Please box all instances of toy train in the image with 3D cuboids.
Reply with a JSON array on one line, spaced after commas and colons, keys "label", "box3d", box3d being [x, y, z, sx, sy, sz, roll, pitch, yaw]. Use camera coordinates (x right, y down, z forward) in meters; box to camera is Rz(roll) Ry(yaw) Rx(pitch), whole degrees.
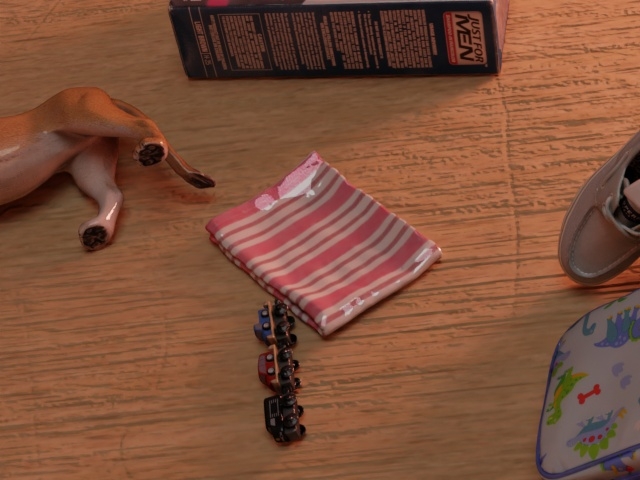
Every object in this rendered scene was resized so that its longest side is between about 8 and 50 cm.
[{"label": "toy train", "box3d": [-0.038, 0.114, 1.404, 0.036, 0.027, 0.158, -17, 44, 11]}]

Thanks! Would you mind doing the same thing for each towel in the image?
[{"label": "towel", "box3d": [0.000, 0.000, 1.505, 0.144, 0.029, 0.197, -35, 49, -20]}]

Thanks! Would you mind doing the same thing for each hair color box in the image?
[{"label": "hair color box", "box3d": [0.027, -0.269, 1.712, 0.347, 0.105, 0.174, 1, 47, 13]}]

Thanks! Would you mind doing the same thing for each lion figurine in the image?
[{"label": "lion figurine", "box3d": [-0.321, -0.086, 1.611, 0.392, 0.142, 0.240, -7, 35, -14]}]

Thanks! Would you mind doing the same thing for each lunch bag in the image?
[{"label": "lunch bag", "box3d": [0.271, 0.117, 1.221, 0.219, 0.090, 0.176, -31, 31, 40]}]

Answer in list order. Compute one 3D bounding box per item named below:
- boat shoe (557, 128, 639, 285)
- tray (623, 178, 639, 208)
[{"label": "boat shoe", "box3d": [0.274, -0.044, 1.359, 0.079, 0.227, 0.081, 37, 28, 5]}, {"label": "tray", "box3d": [0.386, -0.069, 1.240, 0.270, 0.030, 0.145, -24, 36, -11]}]
